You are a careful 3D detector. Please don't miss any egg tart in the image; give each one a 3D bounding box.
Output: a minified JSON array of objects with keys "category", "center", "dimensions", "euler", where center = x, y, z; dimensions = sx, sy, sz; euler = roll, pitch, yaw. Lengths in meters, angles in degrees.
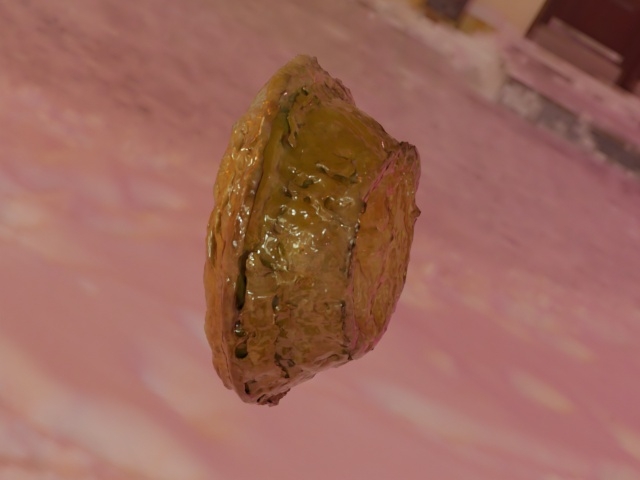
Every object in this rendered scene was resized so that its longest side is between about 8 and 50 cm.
[{"category":"egg tart","center":[0.000,0.000,0.870],"dimensions":[0.074,0.191,0.191],"euler":[11,10,18]}]
